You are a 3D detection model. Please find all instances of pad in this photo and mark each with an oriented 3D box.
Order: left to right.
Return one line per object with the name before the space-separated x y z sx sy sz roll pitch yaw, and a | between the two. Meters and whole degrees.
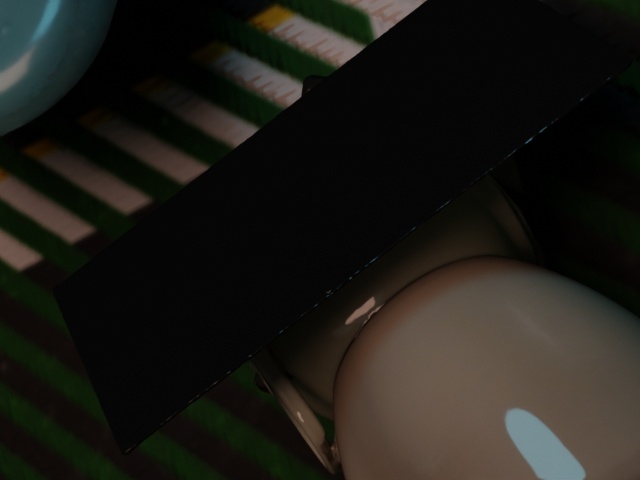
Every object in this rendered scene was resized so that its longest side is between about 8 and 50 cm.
pad | -0.002 -0.023 0.782 0.245 0.006 0.170 -38 28 -1

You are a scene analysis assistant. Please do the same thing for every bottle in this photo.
bottle | 0.061 0.060 0.764 0.147 0.147 0.236 -55 49 20

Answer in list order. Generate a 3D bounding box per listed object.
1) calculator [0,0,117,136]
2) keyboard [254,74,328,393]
calculator | -0.199 -0.178 0.931 0.256 0.054 0.386 -18 56 21
keyboard | 0.000 0.000 0.891 0.053 0.010 0.155 12 94 38
